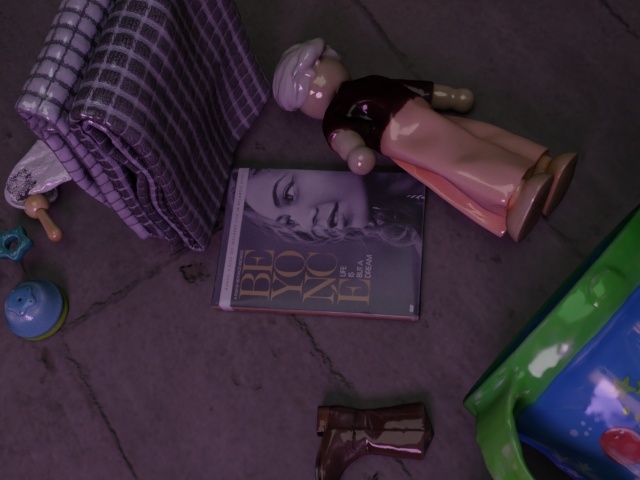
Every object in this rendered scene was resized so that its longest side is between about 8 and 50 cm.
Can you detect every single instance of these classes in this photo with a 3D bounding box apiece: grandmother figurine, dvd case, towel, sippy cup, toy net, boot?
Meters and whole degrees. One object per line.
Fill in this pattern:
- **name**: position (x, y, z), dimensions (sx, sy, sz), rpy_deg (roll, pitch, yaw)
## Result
- **grandmother figurine**: position (0.084, -0.118, 0.803), dimensions (0.342, 0.104, 0.207), rpy_deg (32, 34, 25)
- **dvd case**: position (0.000, 0.000, 0.820), dimensions (0.221, 0.018, 0.165), rpy_deg (2, 70, 10)
- **towel**: position (-0.152, -0.140, 0.754), dimensions (0.121, 0.284, 0.235), rpy_deg (6, 67, 14)
- **sippy cup**: position (0.275, 0.125, 0.621), dimensions (0.224, 0.240, 0.305), rpy_deg (42, 86, 14)
- **toy net**: position (-0.340, -0.004, 0.863), dimensions (0.122, 0.045, 0.232), rpy_deg (-2, 67, 10)
- **boot**: position (0.053, 0.208, 0.726), dimensions (0.114, 0.037, 0.107), rpy_deg (0, 71, 4)
